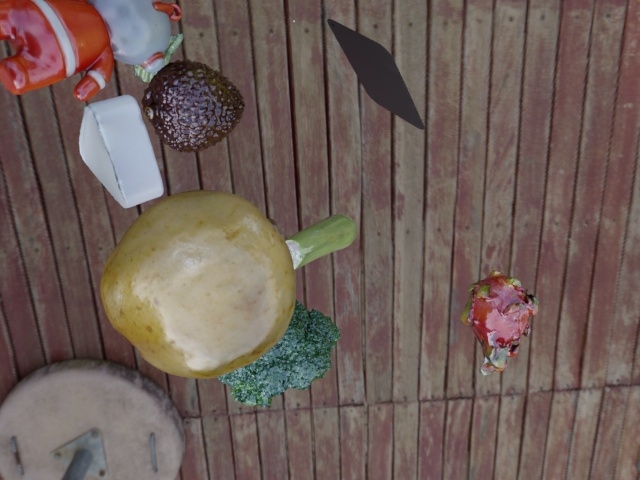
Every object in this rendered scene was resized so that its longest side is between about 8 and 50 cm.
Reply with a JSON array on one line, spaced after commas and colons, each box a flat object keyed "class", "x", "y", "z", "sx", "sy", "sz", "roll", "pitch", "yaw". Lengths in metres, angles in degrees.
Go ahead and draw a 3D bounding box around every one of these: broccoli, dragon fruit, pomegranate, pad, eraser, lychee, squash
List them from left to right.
[{"class": "eraser", "x": -0.635, "y": -0.304, "z": 1.858, "sx": 0.149, "sy": 0.331, "sz": 0.332, "roll": -27, "pitch": 114, "yaw": -30}, {"class": "lychee", "x": -0.319, "y": -0.337, "z": 1.490, "sx": 0.235, "sy": 0.271, "sz": 0.236, "roll": 9, "pitch": 104, "yaw": 40}, {"class": "pomegranate", "x": -0.108, "y": 0.038, "z": 0.591, "sx": 0.196, "sy": 0.196, "sz": 0.196, "roll": -1, "pitch": 110, "yaw": -2}, {"class": "broccoli", "x": -0.105, "y": 0.249, "z": 1.324, "sx": 0.294, "sy": 0.265, "sz": 0.245, "roll": -17, "pitch": 145, "yaw": 26}, {"class": "squash", "x": 0.000, "y": 0.000, "z": 1.261, "sx": 0.083, "sy": 0.250, "sz": 0.083, "roll": 11, "pitch": 112, "yaw": 31}, {"class": "pad", "x": 0.196, "y": -0.444, "z": 1.589, "sx": 0.063, "sy": 0.315, "sz": 0.375, "roll": -48, "pitch": 147, "yaw": -1}, {"class": "dragon fruit", "x": 0.343, "y": 0.163, "z": 1.148, "sx": 0.149, "sy": 0.133, "sz": 0.208, "roll": 6, "pitch": 96, "yaw": -29}]

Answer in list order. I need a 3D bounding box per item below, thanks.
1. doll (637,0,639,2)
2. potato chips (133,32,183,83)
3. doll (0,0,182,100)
[{"class": "doll", "x": 0.345, "y": -0.278, "z": 0.469, "sx": 0.235, "sy": 0.213, "sz": 0.214, "roll": 16, "pitch": 109, "yaw": -25}, {"class": "potato chips", "x": -0.425, "y": -0.474, "z": 1.516, "sx": 0.091, "sy": 0.028, "sz": 0.207, "roll": 24, "pitch": 144, "yaw": -25}, {"class": "doll", "x": -0.347, "y": -0.327, "z": 0.912, "sx": 0.105, "sy": 0.336, "sz": 0.200, "roll": -17, "pitch": 104, "yaw": 47}]
